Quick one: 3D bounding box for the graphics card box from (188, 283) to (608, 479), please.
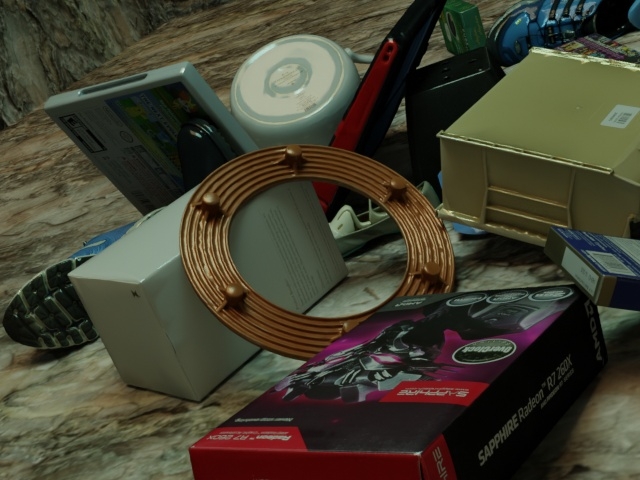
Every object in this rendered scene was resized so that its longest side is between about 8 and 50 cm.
[{"bbox_3d":[0.086,0.145,0.975,0.232,0.094,0.371,-7,13,37],"label":"graphics card box"}]

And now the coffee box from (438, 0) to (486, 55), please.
[{"bbox_3d":[0.283,-0.422,2.166,0.040,0.113,0.184,-21,20,-4],"label":"coffee box"}]

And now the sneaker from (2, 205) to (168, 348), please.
[{"bbox_3d":[-0.339,0.063,1.675,0.330,0.130,0.147,-31,9,-28],"label":"sneaker"}]

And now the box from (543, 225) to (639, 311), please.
[{"bbox_3d":[0.345,0.036,1.049,0.225,0.037,0.136,7,18,-12],"label":"box"}]

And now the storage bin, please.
[{"bbox_3d":[0.315,-0.113,1.328,0.260,0.123,0.262,17,41,32],"label":"storage bin"}]

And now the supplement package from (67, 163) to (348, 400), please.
[{"bbox_3d":[-0.141,0.044,1.411,0.175,0.178,0.293,3,33,47],"label":"supplement package"}]

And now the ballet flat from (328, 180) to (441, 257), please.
[{"bbox_3d":[0.064,-0.029,1.528,0.213,0.068,0.072,-20,22,7],"label":"ballet flat"}]

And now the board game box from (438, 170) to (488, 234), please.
[{"bbox_3d":[0.236,-0.067,1.466,0.133,0.033,0.169,-22,45,12],"label":"board game box"}]

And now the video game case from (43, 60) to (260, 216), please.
[{"bbox_3d":[-0.231,-0.132,1.721,0.300,0.329,0.036,-7,47,35],"label":"video game case"}]

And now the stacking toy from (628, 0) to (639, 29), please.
[{"bbox_3d":[0.530,-0.251,1.496,0.166,0.175,0.302,-53,15,48],"label":"stacking toy"}]

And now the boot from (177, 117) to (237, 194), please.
[{"bbox_3d":[-0.195,-0.030,1.558,0.207,0.246,0.094,-32,9,-30],"label":"boot"}]

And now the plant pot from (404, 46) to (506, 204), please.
[{"bbox_3d":[0.211,-0.176,1.593,0.187,0.167,0.188,-17,22,13],"label":"plant pot"}]

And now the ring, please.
[{"bbox_3d":[0.000,0.000,1.298,0.336,0.032,0.337,5,49,-6],"label":"ring"}]

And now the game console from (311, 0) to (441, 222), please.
[{"bbox_3d":[0.100,-0.229,1.685,0.342,0.060,0.386,-61,-2,35],"label":"game console"}]

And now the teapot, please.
[{"bbox_3d":[-0.027,-0.234,1.949,0.256,0.187,0.253,4,59,22],"label":"teapot"}]

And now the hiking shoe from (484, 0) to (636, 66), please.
[{"bbox_3d":[0.440,-0.391,1.935,0.304,0.113,0.132,-24,21,-2],"label":"hiking shoe"}]

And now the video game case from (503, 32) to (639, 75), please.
[{"bbox_3d":[0.404,-0.267,1.780,0.210,0.042,0.232,-23,22,-1],"label":"video game case"}]
